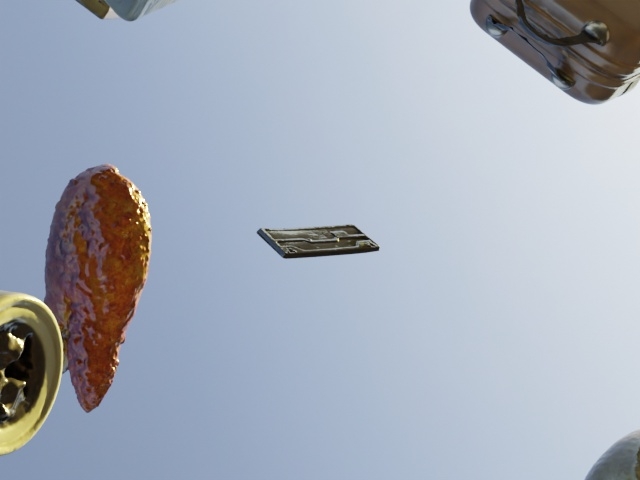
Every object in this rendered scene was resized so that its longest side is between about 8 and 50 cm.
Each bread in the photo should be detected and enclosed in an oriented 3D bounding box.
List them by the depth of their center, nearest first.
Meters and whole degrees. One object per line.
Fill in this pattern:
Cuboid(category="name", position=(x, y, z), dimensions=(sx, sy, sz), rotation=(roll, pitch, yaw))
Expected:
Cuboid(category="bread", position=(-0.257, 0.047, 0.964), dimensions=(0.095, 0.139, 0.268), rotation=(21, -97, -48))

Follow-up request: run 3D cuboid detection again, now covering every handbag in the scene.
Cuboid(category="handbag", position=(0.377, -0.344, 1.374), dimensions=(0.302, 0.149, 0.283), rotation=(43, -141, 12))

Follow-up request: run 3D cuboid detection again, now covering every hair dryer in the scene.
Cuboid(category="hair dryer", position=(-0.364, 0.127, 0.589), dimensions=(0.362, 0.203, 0.128), rotation=(-39, -48, -63))

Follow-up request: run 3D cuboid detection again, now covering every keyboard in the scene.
Cuboid(category="keyboard", position=(0.000, 0.000, 0.954), dimensions=(0.155, 0.010, 0.053), rotation=(-3, -143, -46))

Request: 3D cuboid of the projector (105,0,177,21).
Cuboid(category="projector", position=(-0.131, -0.323, 0.662), dimensions=(0.192, 0.257, 0.099), rotation=(48, -133, 0))

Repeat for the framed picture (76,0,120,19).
Cuboid(category="framed picture", position=(-0.350, -0.353, 0.961), dimensions=(0.335, 0.022, 0.247), rotation=(37, -170, -10))

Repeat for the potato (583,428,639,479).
Cuboid(category="potato", position=(0.410, 0.344, 1.110), dimensions=(0.251, 0.159, 0.174), rotation=(-54, -29, -18))
